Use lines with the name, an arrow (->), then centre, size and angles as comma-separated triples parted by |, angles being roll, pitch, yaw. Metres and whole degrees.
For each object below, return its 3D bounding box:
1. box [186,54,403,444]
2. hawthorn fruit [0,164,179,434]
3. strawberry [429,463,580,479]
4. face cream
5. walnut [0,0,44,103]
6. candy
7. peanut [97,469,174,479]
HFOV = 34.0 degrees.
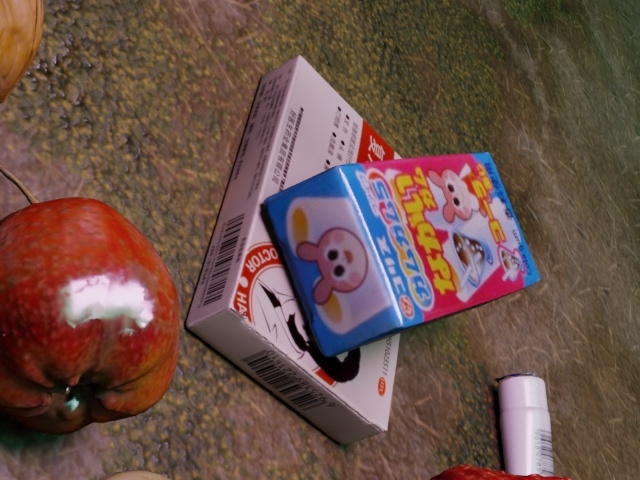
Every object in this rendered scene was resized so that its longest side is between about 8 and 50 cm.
box -> 0.000, 0.000, 1.048 | 0.214, 0.069, 0.353 | 42, 42, -29
hawthorn fruit -> -0.179, 0.029, 0.735 | 0.163, 0.163, 0.203 | 28, 36, -41
strawberry -> 0.208, 0.325, 0.972 | 0.288, 0.250, 0.238 | 33, 13, 18
face cream -> 0.242, 0.276, 1.199 | 0.092, 0.058, 0.243 | 28, 53, -48
walnut -> -0.280, -0.180, 0.712 | 0.207, 0.167, 0.167 | 54, 35, -17
candy -> 0.091, 0.004, 1.026 | 0.306, 0.100, 0.157 | -10, 77, -54
peanut -> -0.079, 0.287, 0.703 | 0.290, 0.130, 0.130 | 56, 35, -9
